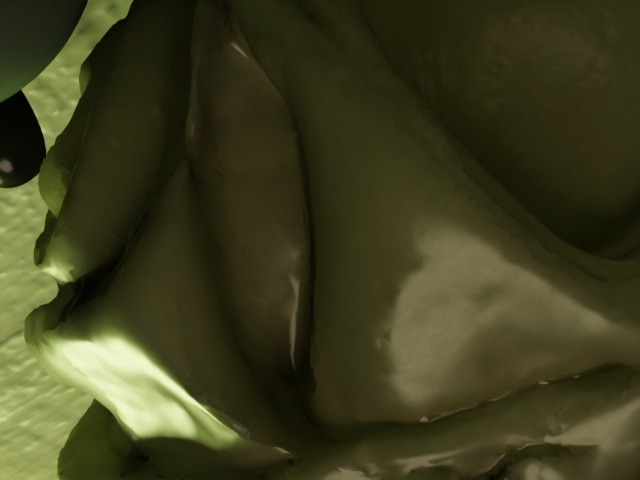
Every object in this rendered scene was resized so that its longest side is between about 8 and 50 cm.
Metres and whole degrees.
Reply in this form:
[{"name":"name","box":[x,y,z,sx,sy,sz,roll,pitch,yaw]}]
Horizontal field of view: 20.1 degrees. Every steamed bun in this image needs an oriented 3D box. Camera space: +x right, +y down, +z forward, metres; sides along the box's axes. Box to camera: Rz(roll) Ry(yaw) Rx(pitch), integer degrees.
[{"name":"steamed bun","box":[0.000,0.000,0.792,0.255,0.342,0.367,24,120,-21]}]

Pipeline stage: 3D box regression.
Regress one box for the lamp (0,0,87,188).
[{"name":"lamp","box":[-0.194,-0.118,0.773,0.198,0.197,0.244,5,151,-5]}]
